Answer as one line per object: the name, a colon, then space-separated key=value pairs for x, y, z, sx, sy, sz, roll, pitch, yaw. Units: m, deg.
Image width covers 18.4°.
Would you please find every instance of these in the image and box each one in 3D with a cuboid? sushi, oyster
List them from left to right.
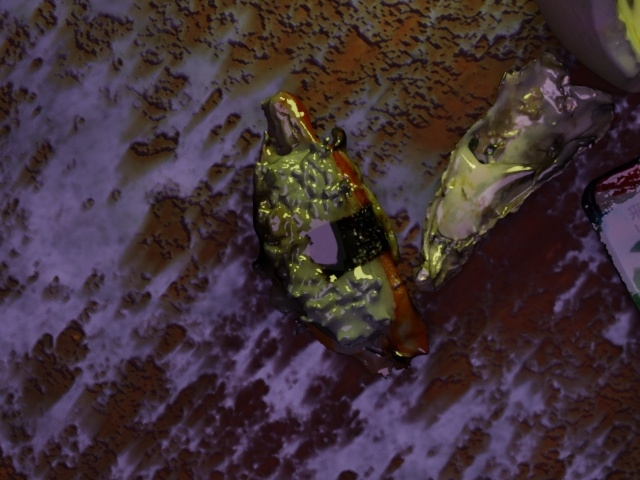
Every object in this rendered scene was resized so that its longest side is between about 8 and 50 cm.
sushi: x=-0.002 y=0.001 z=1.450 sx=0.097 sy=0.103 sz=0.226 roll=-24 pitch=87 yaw=20
oyster: x=0.132 y=-0.054 z=1.470 sx=0.200 sy=0.061 sz=0.106 roll=-33 pitch=71 yaw=1

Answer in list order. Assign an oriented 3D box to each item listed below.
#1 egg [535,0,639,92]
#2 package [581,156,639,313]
egg: x=0.247 y=-0.198 z=1.401 sx=0.271 sy=0.162 sz=0.206 roll=-4 pitch=56 yaw=-28
package: x=0.311 y=0.028 z=1.457 sx=0.166 sy=0.040 sz=0.232 roll=-26 pitch=88 yaw=5
